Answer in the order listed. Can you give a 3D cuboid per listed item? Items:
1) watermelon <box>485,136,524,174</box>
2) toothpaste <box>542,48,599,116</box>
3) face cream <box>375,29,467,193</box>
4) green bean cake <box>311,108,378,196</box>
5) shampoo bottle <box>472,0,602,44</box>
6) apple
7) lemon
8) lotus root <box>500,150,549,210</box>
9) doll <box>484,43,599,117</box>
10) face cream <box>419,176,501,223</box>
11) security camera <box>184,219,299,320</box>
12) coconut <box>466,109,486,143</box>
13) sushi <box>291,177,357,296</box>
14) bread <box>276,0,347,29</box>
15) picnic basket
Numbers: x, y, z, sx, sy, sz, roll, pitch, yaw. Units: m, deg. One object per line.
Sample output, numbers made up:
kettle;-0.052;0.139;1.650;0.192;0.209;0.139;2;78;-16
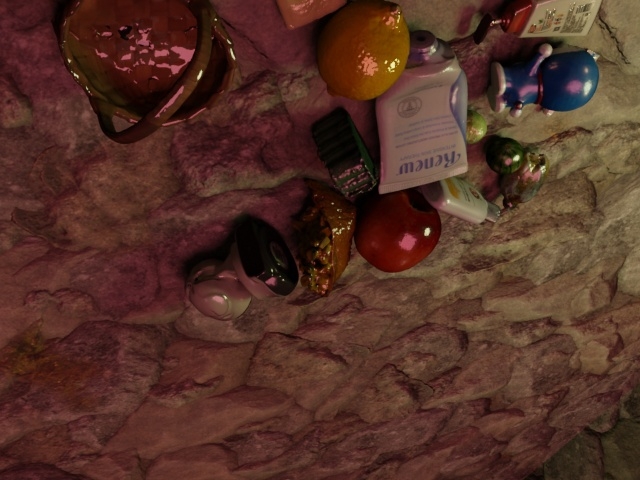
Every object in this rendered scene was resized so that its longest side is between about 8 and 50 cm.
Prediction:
watermelon;0.485;-0.218;1.981;0.109;0.109;0.109;-13;138;-12
toothpaste;0.632;-0.397;1.916;0.048;0.031;0.190;15;122;-32
face cream;0.234;-0.291;1.750;0.235;0.137;0.420;-16;136;-6
green bean cake;0.071;-0.173;1.756;0.107;0.208;0.193;-27;137;8
shampoo bottle;0.487;-0.507;1.701;0.284;0.071;0.153;-11;151;-9
apple;0.198;-0.030;1.954;0.218;0.218;0.201;11;136;-33
lemon;0.088;-0.391;1.552;0.187;0.186;0.244;9;133;-32
lotus root;0.555;-0.163;2.081;0.113;0.088;0.192;10;131;-12
doll;0.530;-0.383;1.809;0.257;0.161;0.215;-3;151;1
face cream;0.380;-0.106;2.012;0.291;0.144;0.071;19;128;-40
security camera;-0.214;0.101;1.929;0.277;0.197;0.191;-29;148;16
coconut;0.368;-0.281;1.874;0.088;0.096;0.087;5;113;13
sushi;0.000;0.004;1.919;0.179;0.167;0.296;-11;131;-33
bread;-0.035;-0.512;1.458;0.140;0.060;0.178;-24;139;-1
picnic basket;-0.300;-0.315;1.350;0.293;0.337;0.337;-39;137;17
